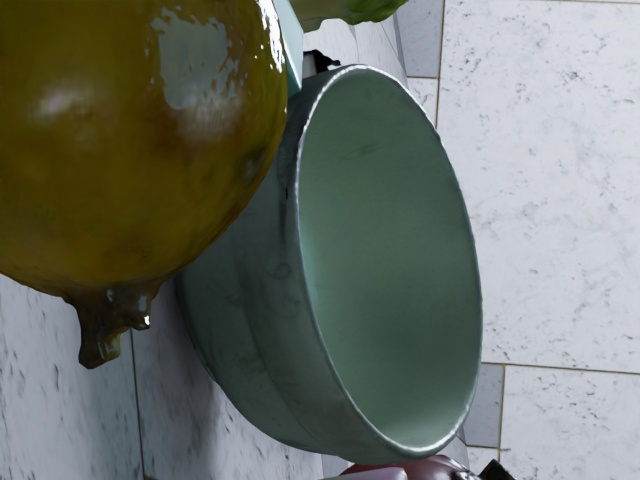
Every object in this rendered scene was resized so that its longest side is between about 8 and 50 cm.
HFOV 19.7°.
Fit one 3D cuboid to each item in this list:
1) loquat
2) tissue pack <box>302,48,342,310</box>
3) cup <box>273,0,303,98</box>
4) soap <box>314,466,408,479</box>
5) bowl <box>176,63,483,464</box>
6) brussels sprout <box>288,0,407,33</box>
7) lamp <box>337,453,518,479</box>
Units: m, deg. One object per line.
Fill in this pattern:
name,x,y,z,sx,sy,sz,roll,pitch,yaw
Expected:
loquat,-0.115,-0.060,0.898,0.213,0.213,0.246,18,63,-79
tissue pack,0.000,0.000,1.760,0.361,0.122,0.259,57,27,-72
cup,-0.105,-0.205,1.294,0.148,0.134,0.235,-92,167,-51
soap,-0.020,0.261,1.174,0.138,0.182,0.199,-30,111,-80
bowl,-0.002,0.028,1.433,0.307,0.163,0.307,30,53,-51
brussels sprout,0.004,-0.355,1.776,0.328,0.247,0.328,34,51,-56
lamp,0.112,0.326,1.638,0.303,0.257,0.303,42,0,0
